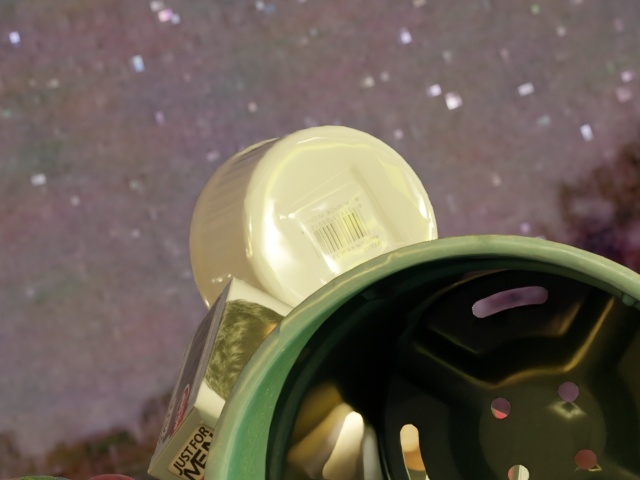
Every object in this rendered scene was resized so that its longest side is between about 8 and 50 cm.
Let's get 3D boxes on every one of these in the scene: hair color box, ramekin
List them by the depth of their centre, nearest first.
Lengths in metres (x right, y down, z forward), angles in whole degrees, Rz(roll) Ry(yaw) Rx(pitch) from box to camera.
[{"bbox_3d":[0.038,0.208,1.850,0.374,0.185,0.114,27,-51,-11],"label":"hair color box"},{"bbox_3d":[0.000,0.000,2.208,0.277,0.277,0.135,-8,-9,-26],"label":"ramekin"}]

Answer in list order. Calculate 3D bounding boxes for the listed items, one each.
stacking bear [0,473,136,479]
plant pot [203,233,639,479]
[{"bbox_3d":[-0.312,0.306,1.889,0.289,0.175,0.164,11,-14,-35],"label":"stacking bear"},{"bbox_3d":[0.131,0.151,1.244,0.341,0.341,0.334,-22,0,13],"label":"plant pot"}]
